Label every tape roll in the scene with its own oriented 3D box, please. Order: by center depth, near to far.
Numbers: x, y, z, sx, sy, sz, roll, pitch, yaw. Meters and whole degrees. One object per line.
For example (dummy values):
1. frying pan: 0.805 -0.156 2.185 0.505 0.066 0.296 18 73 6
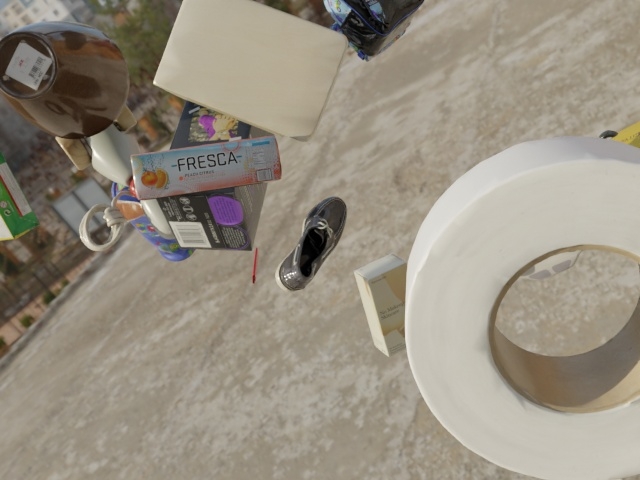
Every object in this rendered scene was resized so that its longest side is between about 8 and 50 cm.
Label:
1. tape roll: 0.213 0.059 0.646 0.286 0.286 0.100 -32 12 15

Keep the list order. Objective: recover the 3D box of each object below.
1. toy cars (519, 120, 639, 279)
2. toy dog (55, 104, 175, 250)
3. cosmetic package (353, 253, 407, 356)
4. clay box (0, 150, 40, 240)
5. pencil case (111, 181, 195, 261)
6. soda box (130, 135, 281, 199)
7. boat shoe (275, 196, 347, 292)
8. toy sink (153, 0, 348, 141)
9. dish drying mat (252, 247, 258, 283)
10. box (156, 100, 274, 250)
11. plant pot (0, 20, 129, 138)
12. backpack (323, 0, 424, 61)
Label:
1. toy cars: 0.404 -0.057 1.101 0.393 0.087 0.176 -42 17 -6
2. toy dog: -0.382 -0.128 1.527 0.220 0.334 0.161 -19 -14 -1
3. cosmetic package: 0.089 0.082 0.968 0.060 0.115 0.041 -25 24 -16
4. clay box: -0.528 -0.061 1.159 0.222 0.127 0.053 -3 27 43
5. pencil case: -0.387 -0.059 1.848 0.133 0.306 0.119 3 64 15
6. soda box: -0.144 -0.092 0.970 0.183 0.058 0.063 -8 4 -8
7. boat shoe: 0.000 0.000 1.277 0.065 0.075 0.206 -28 24 54
8. toy sink: -0.084 -0.238 1.065 0.131 0.234 0.153 -5 -64 -81
9. dish drying mat: -0.146 0.057 1.721 0.008 0.032 0.083 2 45 1
10. box: -0.181 -0.134 1.383 0.143 0.165 0.270 2 52 11
11. plant pot: -0.462 -0.285 1.306 0.215 0.215 0.230 -36 5 3
12. backpack: 0.078 -0.435 1.381 0.158 0.173 0.117 -47 -3 -29
